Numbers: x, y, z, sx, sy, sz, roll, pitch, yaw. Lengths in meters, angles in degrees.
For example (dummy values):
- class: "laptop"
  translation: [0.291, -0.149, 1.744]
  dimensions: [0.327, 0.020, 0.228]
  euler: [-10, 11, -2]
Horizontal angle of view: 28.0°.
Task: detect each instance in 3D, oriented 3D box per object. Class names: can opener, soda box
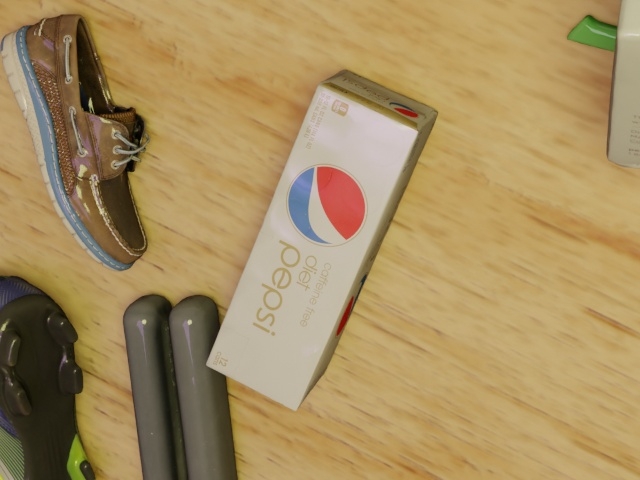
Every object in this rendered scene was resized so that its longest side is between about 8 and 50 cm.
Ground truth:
- class: "can opener"
  translation: [-0.099, 0.179, 0.933]
  dimensions: [0.074, 0.093, 0.280]
  euler: [0, 101, 18]
- class: "soda box"
  translation: [0.000, 0.000, 0.859]
  dimensions: [0.074, 0.069, 0.216]
  euler: [26, 110, 8]

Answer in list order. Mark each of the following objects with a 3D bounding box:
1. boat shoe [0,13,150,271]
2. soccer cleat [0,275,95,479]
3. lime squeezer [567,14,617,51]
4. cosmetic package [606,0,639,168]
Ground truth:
- class: "boat shoe"
  translation: [-0.157, -0.068, 0.888]
  dimensions: [0.066, 0.066, 0.183]
  euler: [-21, 98, 20]
- class: "soccer cleat"
  translation: [-0.234, 0.160, 0.980]
  dimensions: [0.121, 0.093, 0.289]
  euler: [23, 119, 42]
- class: "lime squeezer"
  translation: [0.296, -0.053, 0.763]
  dimensions: [0.310, 0.059, 0.110]
  euler: [43, 112, 0]
- class: "cosmetic package"
  translation: [0.237, -0.141, 0.664]
  dimensions: [0.151, 0.151, 0.184]
  euler: [9, 71, 14]
